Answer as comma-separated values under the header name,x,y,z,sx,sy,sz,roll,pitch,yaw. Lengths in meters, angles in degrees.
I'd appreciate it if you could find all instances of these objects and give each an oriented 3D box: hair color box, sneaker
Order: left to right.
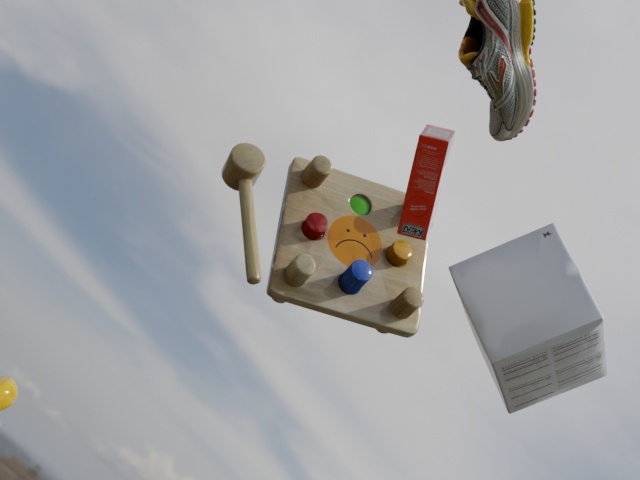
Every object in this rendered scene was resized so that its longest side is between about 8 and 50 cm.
name,x,y,z,sx,sy,sz,roll,pitch,yaw
hair color box,0.142,-0.079,1.430,0.043,0.141,0.072,14,20,10
sneaker,0.218,-0.228,1.355,0.088,0.093,0.225,-113,-170,-55

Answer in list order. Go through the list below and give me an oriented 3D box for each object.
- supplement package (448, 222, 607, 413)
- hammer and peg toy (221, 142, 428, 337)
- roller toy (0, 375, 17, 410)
name,x,y,z,sx,sy,sz,roll,pitch,yaw
supplement package,0.366,0.141,1.851,0.262,0.198,0.199,60,8,-59
hammer and peg toy,0.000,0.000,1.687,0.362,0.265,0.127,17,-30,-15
roller toy,-0.483,0.199,1.254,0.191,0.209,0.146,-8,-79,16
